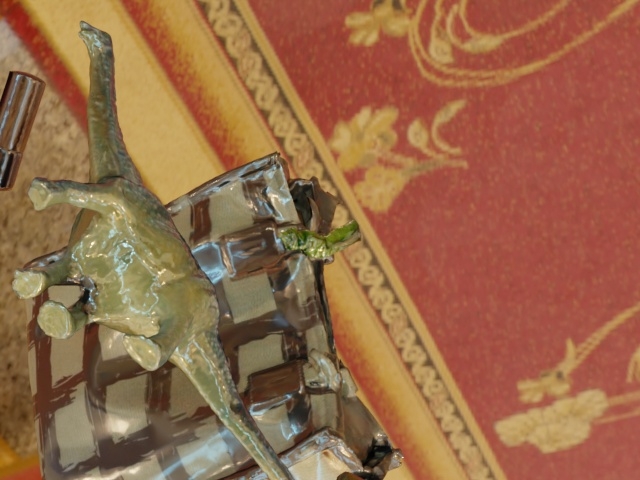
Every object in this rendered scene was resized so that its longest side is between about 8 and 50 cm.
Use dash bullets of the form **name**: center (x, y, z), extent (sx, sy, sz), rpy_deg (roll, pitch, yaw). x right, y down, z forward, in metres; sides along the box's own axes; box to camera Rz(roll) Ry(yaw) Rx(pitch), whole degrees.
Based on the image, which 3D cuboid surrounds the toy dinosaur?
- **toy dinosaur**: center (-0.114, 0.024, 0.748), extent (0.076, 0.147, 0.363), rpy_deg (-27, 88, 34)

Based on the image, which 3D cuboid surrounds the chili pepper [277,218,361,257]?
- **chili pepper**: center (0.000, 0.000, 0.927), extent (0.083, 0.022, 0.027), rpy_deg (-6, 122, -40)

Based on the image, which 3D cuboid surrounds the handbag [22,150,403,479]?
- **handbag**: center (-0.114, 0.118, 1.060), extent (0.327, 0.325, 0.162), rpy_deg (-28, 150, 27)

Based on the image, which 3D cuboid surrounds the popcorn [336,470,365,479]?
- **popcorn**: center (-0.007, 0.221, 0.292), extent (0.297, 0.281, 0.316), rpy_deg (13, 104, -40)

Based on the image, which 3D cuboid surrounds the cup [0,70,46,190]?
- **cup**: center (-0.415, -0.126, 1.207), extent (0.166, 0.177, 0.239), rpy_deg (4, 172, -42)
